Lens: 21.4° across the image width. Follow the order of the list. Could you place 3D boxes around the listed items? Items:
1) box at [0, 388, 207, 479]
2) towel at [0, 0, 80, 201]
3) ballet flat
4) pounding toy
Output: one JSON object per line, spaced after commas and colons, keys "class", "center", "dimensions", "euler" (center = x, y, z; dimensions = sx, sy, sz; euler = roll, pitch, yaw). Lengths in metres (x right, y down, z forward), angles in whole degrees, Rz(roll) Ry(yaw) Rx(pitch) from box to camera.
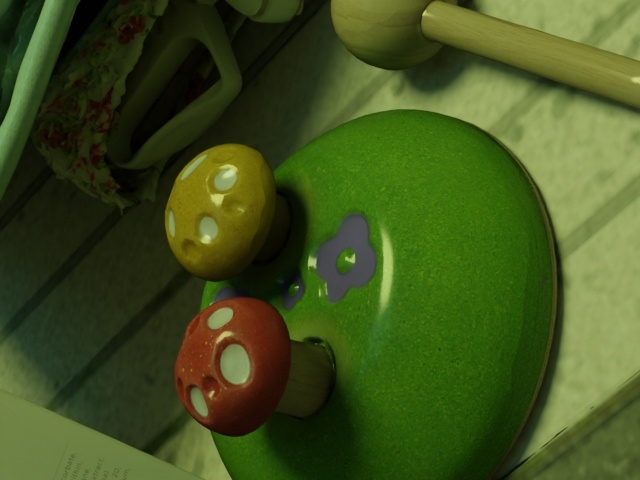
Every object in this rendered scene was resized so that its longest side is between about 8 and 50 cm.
{"class": "box", "center": [-0.143, 0.116, 0.691], "dimensions": [0.130, 0.170, 0.091], "euler": [-22, 44, 62]}
{"class": "towel", "center": [-0.142, -0.156, 0.813], "dimensions": [0.374, 0.090, 0.320], "euler": [-64, 12, 6]}
{"class": "ballet flat", "center": [-0.051, -0.108, 0.791], "dimensions": [0.077, 0.091, 0.241], "euler": [51, 122, 24]}
{"class": "pounding toy", "center": [0.000, 0.000, 0.655], "dimensions": [0.183, 0.110, 0.237], "euler": [36, 103, 49]}
